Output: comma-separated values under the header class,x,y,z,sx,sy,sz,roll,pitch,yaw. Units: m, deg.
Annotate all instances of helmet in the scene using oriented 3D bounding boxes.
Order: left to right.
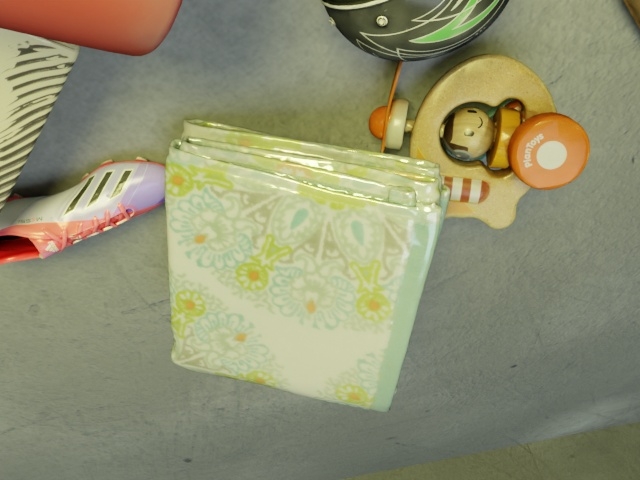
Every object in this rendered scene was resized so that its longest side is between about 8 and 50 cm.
class,x,y,z,sx,sy,sz,roll,pitch,yaw
helmet,0.085,-0.237,0.476,0.169,0.169,0.162,-4,125,-16

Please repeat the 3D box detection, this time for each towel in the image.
class,x,y,z,sx,sy,sz,roll,pitch,yaw
towel,-0.031,0.049,0.705,0.320,0.090,0.375,13,123,7

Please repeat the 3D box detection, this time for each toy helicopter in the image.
class,x,y,z,sx,sy,sz,roll,pitch,yaw
toy helicopter,0.130,-0.071,0.703,0.235,0.140,0.355,32,113,-8

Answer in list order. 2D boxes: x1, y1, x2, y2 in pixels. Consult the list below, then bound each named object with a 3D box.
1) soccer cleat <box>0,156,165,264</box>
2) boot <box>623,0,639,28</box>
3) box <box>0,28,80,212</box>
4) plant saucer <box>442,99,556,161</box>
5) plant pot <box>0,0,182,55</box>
class,x,y,z,sx,sy,sz,roll,pitch,yaw
soccer cleat,-0.289,-0.026,0.658,0.247,0.095,0.083,-14,143,-3
boot,0.474,-0.289,0.622,0.236,0.089,0.269,-34,139,22
box,-0.317,-0.119,0.515,0.094,0.113,0.275,16,134,-38
plant saucer,0.224,-0.144,0.770,0.192,0.018,0.067,-37,139,27
plant pot,-0.202,-0.232,0.249,0.243,0.275,0.275,-5,143,-31
